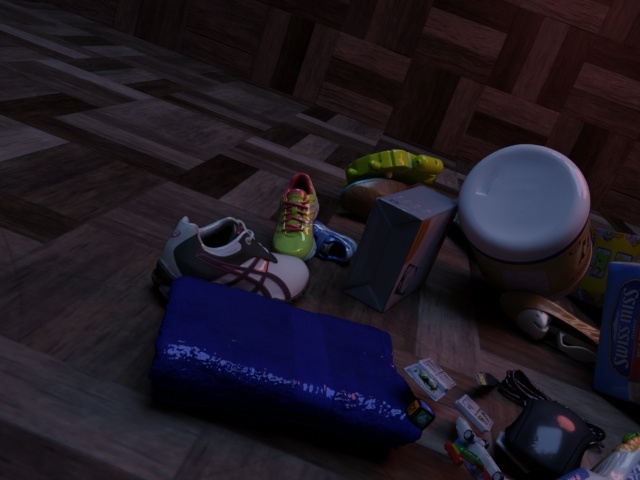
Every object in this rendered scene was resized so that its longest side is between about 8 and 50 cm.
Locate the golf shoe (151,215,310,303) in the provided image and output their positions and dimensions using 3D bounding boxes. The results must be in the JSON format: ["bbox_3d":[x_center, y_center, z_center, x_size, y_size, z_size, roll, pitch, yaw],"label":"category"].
[{"bbox_3d":[-0.108,0.032,0.942,0.273,0.120,0.105,0,26,-46],"label":"golf shoe"}]

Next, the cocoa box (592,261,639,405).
[{"bbox_3d":[0.665,0.163,1.086,0.347,0.231,0.228,3,5,-35],"label":"cocoa box"}]

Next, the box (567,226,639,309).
[{"bbox_3d":[0.763,0.104,1.422,0.290,0.176,0.279,15,5,-15],"label":"box"}]

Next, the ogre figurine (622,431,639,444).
[{"bbox_3d":[0.525,0.304,0.873,0.197,0.096,0.118,28,6,-12],"label":"ogre figurine"}]

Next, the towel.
[{"bbox_3d":[-0.045,0.146,0.777,0.308,0.076,0.227,18,16,-12],"label":"towel"}]

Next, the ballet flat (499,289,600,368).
[{"bbox_3d":[0.434,0.165,1.186,0.232,0.080,0.073,25,36,19],"label":"ballet flat"}]

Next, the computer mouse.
[{"bbox_3d":[0.282,0.219,0.854,0.184,0.060,0.262,31,12,31],"label":"computer mouse"}]

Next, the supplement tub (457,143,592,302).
[{"bbox_3d":[0.403,-0.015,1.251,0.228,0.228,0.316,33,-8,32],"label":"supplement tub"}]

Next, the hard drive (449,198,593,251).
[{"bbox_3d":[0.466,-0.041,1.590,0.237,0.064,0.339,-24,31,-6],"label":"hard drive"}]

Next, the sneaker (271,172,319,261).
[{"bbox_3d":[-0.048,-0.044,1.166,0.082,0.094,0.208,0,42,4],"label":"sneaker"}]

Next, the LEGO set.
[{"bbox_3d":[0.156,0.221,0.736,0.182,0.060,0.244,45,8,18],"label":"LEGO set"}]

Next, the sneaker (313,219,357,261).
[{"bbox_3d":[0.000,0.000,1.228,0.144,0.053,0.059,20,22,3],"label":"sneaker"}]

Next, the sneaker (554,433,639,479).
[{"bbox_3d":[0.334,0.305,0.699,0.297,0.111,0.131,-7,44,-40],"label":"sneaker"}]

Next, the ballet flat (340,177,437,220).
[{"bbox_3d":[0.197,-0.074,1.569,0.342,0.116,0.124,3,44,-48],"label":"ballet flat"}]

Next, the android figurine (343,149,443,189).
[{"bbox_3d":[0.172,-0.163,1.606,0.248,0.056,0.273,-17,-14,34],"label":"android figurine"}]

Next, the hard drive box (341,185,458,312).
[{"bbox_3d":[0.150,0.007,1.165,0.089,0.181,0.232,28,22,20],"label":"hard drive box"}]
